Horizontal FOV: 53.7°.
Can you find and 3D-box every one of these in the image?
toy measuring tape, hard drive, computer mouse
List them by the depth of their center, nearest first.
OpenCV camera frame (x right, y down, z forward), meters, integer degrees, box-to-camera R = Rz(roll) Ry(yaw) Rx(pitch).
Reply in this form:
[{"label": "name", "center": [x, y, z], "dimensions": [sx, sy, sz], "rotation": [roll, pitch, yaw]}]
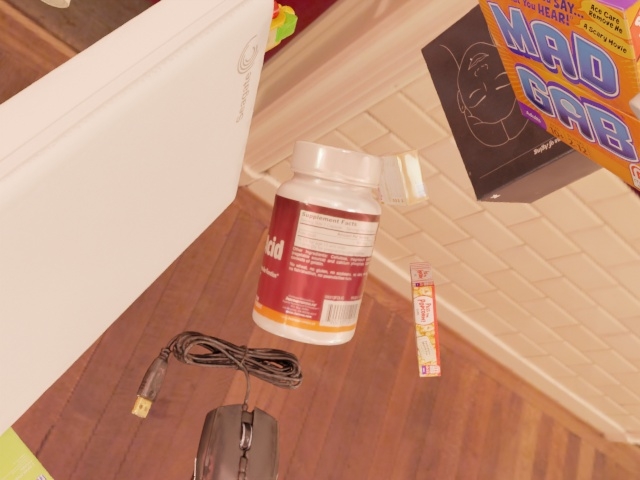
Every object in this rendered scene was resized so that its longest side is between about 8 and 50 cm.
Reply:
[{"label": "hard drive", "center": [-0.159, 0.007, 0.384], "dimensions": [0.047, 0.233, 0.353], "rotation": [33, 54, 7]}, {"label": "computer mouse", "center": [-0.123, 0.228, 0.694], "dimensions": [0.184, 0.060, 0.261], "rotation": [23, 72, -18]}, {"label": "toy measuring tape", "center": [-0.176, -0.479, 1.453], "dimensions": [0.121, 0.121, 0.330], "rotation": [55, 51, -11]}]

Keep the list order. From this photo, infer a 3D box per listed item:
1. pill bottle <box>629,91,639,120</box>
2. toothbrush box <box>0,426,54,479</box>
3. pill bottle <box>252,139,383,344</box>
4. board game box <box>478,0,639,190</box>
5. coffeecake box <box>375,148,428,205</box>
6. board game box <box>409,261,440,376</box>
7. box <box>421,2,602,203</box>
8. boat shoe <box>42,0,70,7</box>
[{"label": "pill bottle", "center": [0.325, -0.133, 0.407], "dimensions": [0.124, 0.221, 0.124], "rotation": [40, 23, -21]}, {"label": "toothbrush box", "center": [-0.609, 0.518, 1.243], "dimensions": [0.283, 0.206, 0.122], "rotation": [57, 42, -10]}, {"label": "pill bottle", "center": [0.000, 0.000, 1.328], "dimensions": [0.224, 0.224, 0.391], "rotation": [7, 98, -35]}, {"label": "board game box", "center": [0.506, -0.350, 0.953], "dimensions": [0.356, 0.356, 0.356], "rotation": [-37, 130, 3]}, {"label": "coffeecake box", "center": [0.218, -0.177, 1.784], "dimensions": [0.068, 0.185, 0.142], "rotation": [-18, 101, -17]}, {"label": "board game box", "center": [0.214, 0.159, 1.300], "dimensions": [0.146, 0.045, 0.193], "rotation": [-72, 156, -72]}, {"label": "box", "center": [0.584, -0.403, 1.629], "dimensions": [0.298, 0.480, 0.471], "rotation": [0, 68, -43]}, {"label": "boat shoe", "center": [-0.639, -0.632, 1.371], "dimensions": [0.305, 0.109, 0.091], "rotation": [53, 50, -71]}]
